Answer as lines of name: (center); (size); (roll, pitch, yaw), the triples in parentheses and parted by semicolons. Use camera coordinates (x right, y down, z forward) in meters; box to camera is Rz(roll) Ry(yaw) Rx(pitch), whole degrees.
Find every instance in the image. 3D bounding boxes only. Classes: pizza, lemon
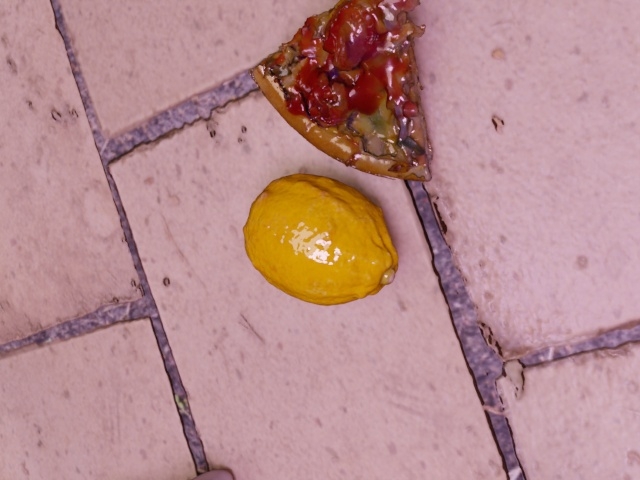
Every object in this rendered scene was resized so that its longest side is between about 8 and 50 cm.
pizza: (0.020, -0.150, 0.674); (0.201, 0.053, 0.193); (29, 133, 21)
lemon: (0.000, 0.000, 0.704); (0.155, 0.114, 0.114); (24, 105, 17)

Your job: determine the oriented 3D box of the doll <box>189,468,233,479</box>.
doll: (-0.167, 0.294, 0.802); (0.160, 0.161, 0.059); (-20, 91, 7)
